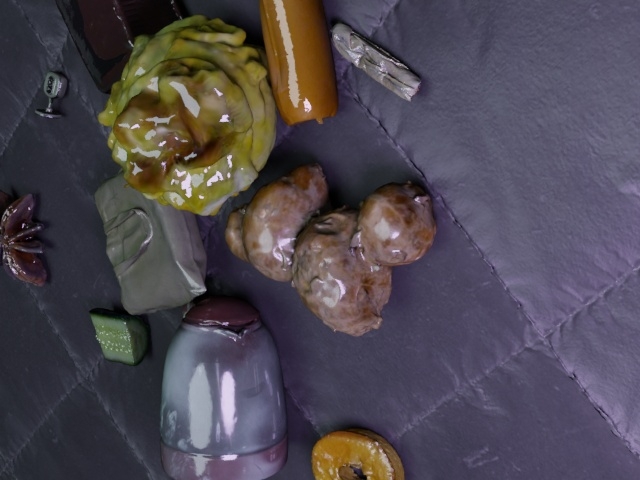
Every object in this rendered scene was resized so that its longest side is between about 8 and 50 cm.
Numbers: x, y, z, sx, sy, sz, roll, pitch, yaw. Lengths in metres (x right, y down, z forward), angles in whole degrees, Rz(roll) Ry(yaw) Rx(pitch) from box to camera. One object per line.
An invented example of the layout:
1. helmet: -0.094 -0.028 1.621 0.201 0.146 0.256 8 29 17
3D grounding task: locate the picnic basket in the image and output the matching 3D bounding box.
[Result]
1. picnic basket: -0.365 -0.398 1.657 0.222 0.129 0.297 -28 85 41

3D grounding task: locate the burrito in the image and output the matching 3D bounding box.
1. burrito: 0.080 -0.273 1.409 0.185 0.041 0.045 39 133 25

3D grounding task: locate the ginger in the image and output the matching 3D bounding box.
1. ginger: 0.000 0.000 1.486 0.375 0.176 0.256 17 97 35

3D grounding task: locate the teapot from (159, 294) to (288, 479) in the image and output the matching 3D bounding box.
1. teapot: -0.192 0.248 1.702 0.315 0.233 0.312 16 108 62

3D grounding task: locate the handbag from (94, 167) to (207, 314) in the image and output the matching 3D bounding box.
1. handbag: -0.317 -0.016 1.751 0.253 0.109 0.316 -27 76 44

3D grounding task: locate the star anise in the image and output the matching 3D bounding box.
1. star anise: -0.685 -0.001 2.067 0.229 0.093 0.236 -35 86 34

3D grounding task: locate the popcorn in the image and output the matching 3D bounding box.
1. popcorn: -0.211 -0.210 1.509 0.312 0.312 0.312 13 112 34

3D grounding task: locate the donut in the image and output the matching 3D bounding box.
1. donut: 0.070 0.404 1.625 0.178 0.065 0.162 15 108 35

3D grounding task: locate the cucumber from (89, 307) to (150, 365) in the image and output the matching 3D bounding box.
1. cucumber: -0.417 0.195 1.935 0.115 0.062 0.117 6 115 38

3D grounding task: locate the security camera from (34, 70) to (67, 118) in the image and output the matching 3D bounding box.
1. security camera: -0.549 -0.299 1.888 0.058 0.058 0.092 23 110 30

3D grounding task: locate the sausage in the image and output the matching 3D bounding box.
1. sausage: -0.043 -0.341 1.436 0.112 0.112 0.328 -4 102 39
